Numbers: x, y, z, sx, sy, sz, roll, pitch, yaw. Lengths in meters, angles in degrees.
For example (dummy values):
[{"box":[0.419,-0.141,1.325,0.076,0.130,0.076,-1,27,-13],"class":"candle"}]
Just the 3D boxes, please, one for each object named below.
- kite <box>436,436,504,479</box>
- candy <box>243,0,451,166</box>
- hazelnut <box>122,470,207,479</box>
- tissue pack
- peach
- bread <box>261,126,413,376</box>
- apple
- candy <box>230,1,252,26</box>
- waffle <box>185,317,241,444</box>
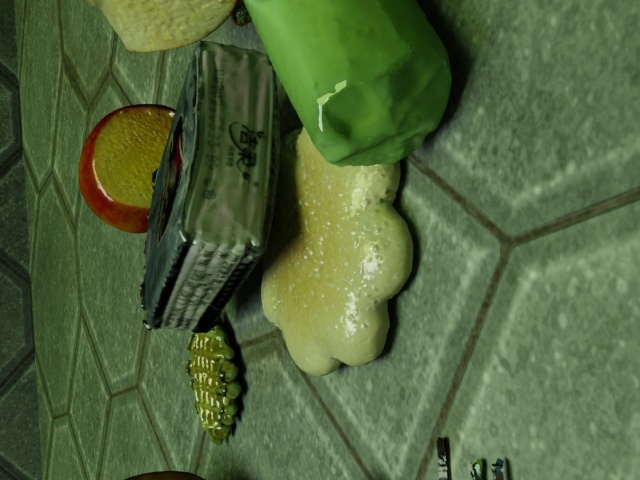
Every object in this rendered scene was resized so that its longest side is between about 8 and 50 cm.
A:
[{"box":[0.135,0.318,0.738,0.152,0.015,0.285,-11,81,61],"class":"kite"},{"box":[0.009,-0.223,0.836,0.142,0.132,0.343,97,155,-49],"class":"candy"},{"box":[-0.229,0.487,1.134,0.372,0.315,0.372,-22,53,34],"class":"hazelnut"},{"box":[-0.146,-0.048,1.076,0.361,0.122,0.259,131,142,-65],"class":"tissue pack"},{"box":[-0.274,-0.113,1.317,0.192,0.190,0.190,-59,42,39],"class":"peach"},{"box":[0.000,0.000,0.943,0.316,0.054,0.316,-6,83,63],"class":"bread"},{"box":[-0.189,-0.429,1.086,0.314,0.252,0.309,-35,39,50],"class":"apple"},{"box":[-0.117,-0.331,1.180,0.035,0.035,0.123,-42,37,15],"class":"candy"},{"box":[-0.161,0.200,1.265,0.183,0.036,0.169,-117,35,-43],"class":"waffle"}]
